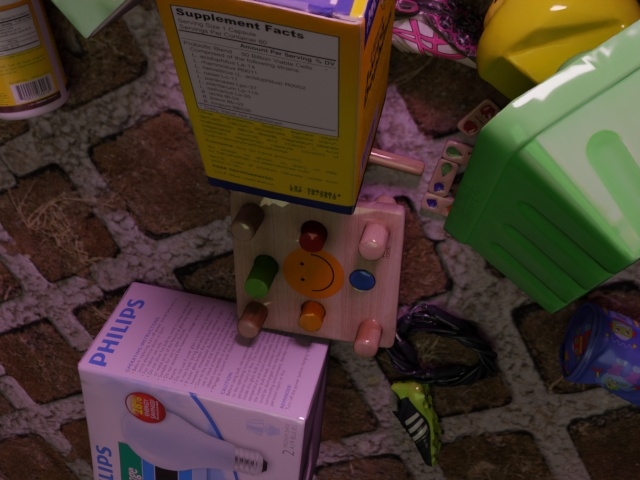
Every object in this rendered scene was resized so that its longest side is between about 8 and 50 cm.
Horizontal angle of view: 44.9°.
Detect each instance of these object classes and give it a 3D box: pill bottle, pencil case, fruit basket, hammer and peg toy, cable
[{"bbox_3d":[-0.428,-0.282,1.056,0.117,0.117,0.214,2,123,15],"label":"pill bottle"},{"bbox_3d":[0.495,0.201,1.119,0.306,0.119,0.133,24,137,-1],"label":"pencil case"},{"bbox_3d":[0.248,-0.144,0.818,0.283,0.392,0.392,-33,114,-5],"label":"fruit basket"},{"bbox_3d":[0.000,0.000,1.118,0.266,0.127,0.361,9,125,10],"label":"hammer and peg toy"},{"bbox_3d":[0.193,0.184,1.238,0.185,0.047,0.150,29,126,-5],"label":"cable"}]

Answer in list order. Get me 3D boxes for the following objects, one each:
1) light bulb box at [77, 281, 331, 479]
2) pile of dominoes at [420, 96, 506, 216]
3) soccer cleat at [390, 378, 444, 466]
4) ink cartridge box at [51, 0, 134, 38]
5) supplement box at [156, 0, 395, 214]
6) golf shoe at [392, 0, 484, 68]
[{"bbox_3d":[-0.185,0.300,1.318,0.361,0.225,0.357,11,126,8],"label":"light bulb box"},{"bbox_3d":[0.280,-0.075,1.041,0.251,0.040,0.195,18,127,3],"label":"pile of dominoes"},{"bbox_3d":[0.167,0.311,1.332,0.072,0.060,0.178,-1,117,28],"label":"soccer cleat"},{"bbox_3d":[-0.284,-0.404,0.872,0.122,0.211,0.289,-30,111,31],"label":"ink cartridge box"},{"bbox_3d":[-0.030,-0.209,0.856,0.194,0.195,0.356,13,155,7],"label":"supplement box"},{"bbox_3d":[0.130,-0.261,0.950,0.186,0.067,0.086,29,153,-5],"label":"golf shoe"}]
